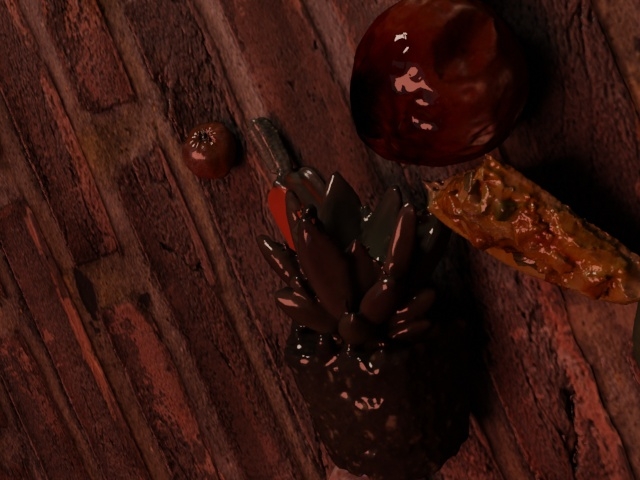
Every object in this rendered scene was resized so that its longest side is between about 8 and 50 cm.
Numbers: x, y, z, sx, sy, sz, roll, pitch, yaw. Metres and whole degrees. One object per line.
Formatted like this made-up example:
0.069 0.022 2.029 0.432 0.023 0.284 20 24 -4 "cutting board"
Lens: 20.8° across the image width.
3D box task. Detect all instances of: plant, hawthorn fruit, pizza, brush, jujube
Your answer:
0.052 0.086 1.843 0.194 0.182 0.320 6 116 37 "plant"
-0.128 -0.097 2.103 0.067 0.067 0.103 42 166 30 "hawthorn fruit"
0.190 -0.010 1.644 0.292 0.058 0.197 27 168 37 "pizza"
-0.001 0.000 1.986 0.323 0.051 0.070 59 148 8 "brush"
0.103 -0.142 1.669 0.168 0.168 0.236 60 156 7 "jujube"

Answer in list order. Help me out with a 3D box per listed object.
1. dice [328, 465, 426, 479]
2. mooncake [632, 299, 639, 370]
0.067 0.303 2.048 0.093 0.094 0.091 24 128 43 "dice"
0.361 0.084 1.512 0.175 0.104 0.168 -13 97 53 "mooncake"
